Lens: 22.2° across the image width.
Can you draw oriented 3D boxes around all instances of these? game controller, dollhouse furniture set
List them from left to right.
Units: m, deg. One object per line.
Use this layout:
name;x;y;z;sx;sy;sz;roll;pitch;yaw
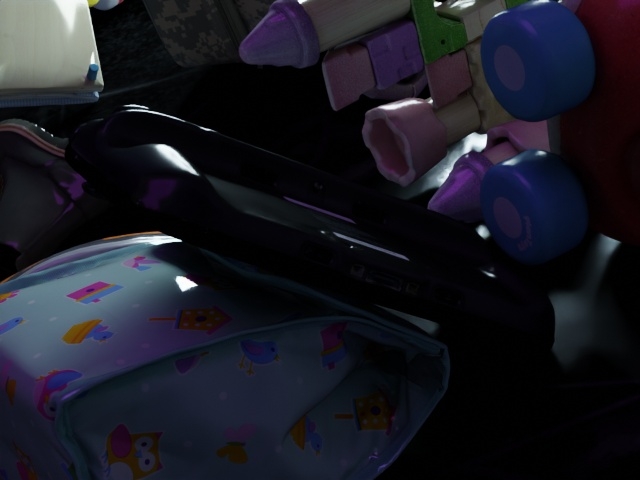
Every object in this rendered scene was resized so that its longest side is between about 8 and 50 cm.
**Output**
dollhouse furniture set;-0.357;-0.148;1.682;0.303;0.198;0.286;-6;63;-21
game controller;0.000;0.000;1.010;0.067;0.319;0.166;-62;33;16

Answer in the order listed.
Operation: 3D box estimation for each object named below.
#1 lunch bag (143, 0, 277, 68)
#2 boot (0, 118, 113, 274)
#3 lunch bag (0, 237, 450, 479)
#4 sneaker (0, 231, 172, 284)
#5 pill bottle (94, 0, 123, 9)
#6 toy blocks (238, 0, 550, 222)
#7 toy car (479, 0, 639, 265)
lunch bag;-0.013;-0.312;1.575;0.256;0.212;0.305;-3;35;32
boot;-0.280;-0.036;1.450;0.198;0.077;0.137;8;46;44
lunch bag;-0.077;0.081;1.031;0.262;0.160;0.223;-20;22;-24
sneaker;-0.234;0.050;1.217;0.321;0.124;0.180;-23;30;0
pill bottle;-0.205;-0.353;1.885;0.180;0.108;0.108;-37;32;-24
toy blocks;0.044;-0.174;1.229;0.260;0.288;0.309;-28;32;-20
toy car;0.255;-0.060;1.012;0.219;0.210;0.238;-24;40;-26
